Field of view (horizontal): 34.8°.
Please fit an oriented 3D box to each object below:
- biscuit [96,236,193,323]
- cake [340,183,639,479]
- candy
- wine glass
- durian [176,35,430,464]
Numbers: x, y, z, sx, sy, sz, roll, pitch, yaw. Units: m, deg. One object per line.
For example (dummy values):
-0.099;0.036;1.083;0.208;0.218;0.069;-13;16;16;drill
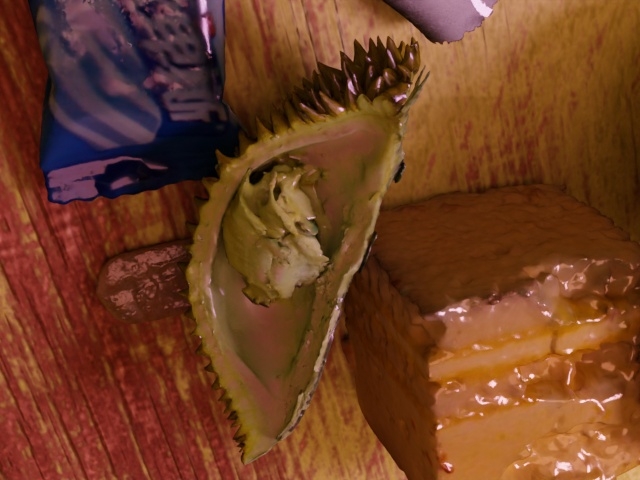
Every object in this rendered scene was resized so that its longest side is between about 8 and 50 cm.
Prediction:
-0.126;0.033;0.908;0.147;0.018;0.071;-12;116;-10;biscuit
0.155;0.121;0.910;0.222;0.227;0.286;-11;115;-12;cake
-0.142;-0.187;0.779;0.187;0.077;0.331;-8;117;-14;candy
0.046;-0.252;0.793;0.103;0.103;0.222;-47;123;6;wine glass
-0.004;-0.008;0.827;0.157;0.169;0.355;-2;123;-43;durian
